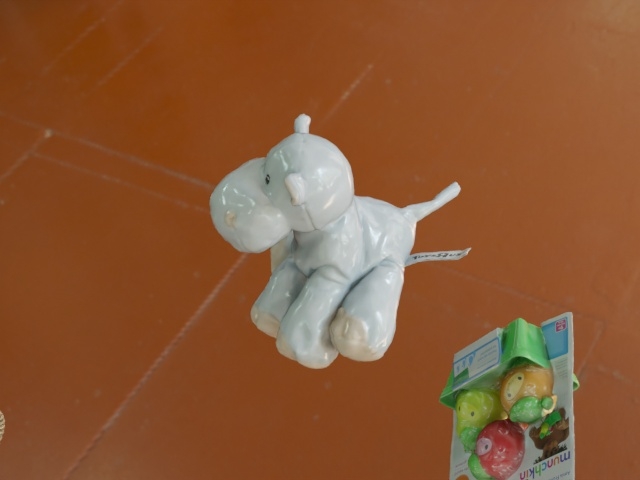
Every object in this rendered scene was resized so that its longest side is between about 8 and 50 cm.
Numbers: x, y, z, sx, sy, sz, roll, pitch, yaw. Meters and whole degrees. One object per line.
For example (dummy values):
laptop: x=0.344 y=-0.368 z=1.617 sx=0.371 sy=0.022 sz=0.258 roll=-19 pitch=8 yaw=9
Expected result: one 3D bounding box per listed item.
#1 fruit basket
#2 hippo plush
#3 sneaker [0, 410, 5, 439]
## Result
fruit basket: x=0.328 y=0.327 z=1.736 sx=0.165 sy=0.327 sz=0.353 roll=32 pitch=47 yaw=-17
hippo plush: x=0.000 y=0.000 z=1.144 sx=0.294 sy=0.236 sz=0.234 roll=-22 pitch=45 yaw=20
sneaker: x=-0.542 y=0.318 z=1.280 sx=0.153 sy=0.099 sz=0.282 roll=24 pitch=80 yaw=37
